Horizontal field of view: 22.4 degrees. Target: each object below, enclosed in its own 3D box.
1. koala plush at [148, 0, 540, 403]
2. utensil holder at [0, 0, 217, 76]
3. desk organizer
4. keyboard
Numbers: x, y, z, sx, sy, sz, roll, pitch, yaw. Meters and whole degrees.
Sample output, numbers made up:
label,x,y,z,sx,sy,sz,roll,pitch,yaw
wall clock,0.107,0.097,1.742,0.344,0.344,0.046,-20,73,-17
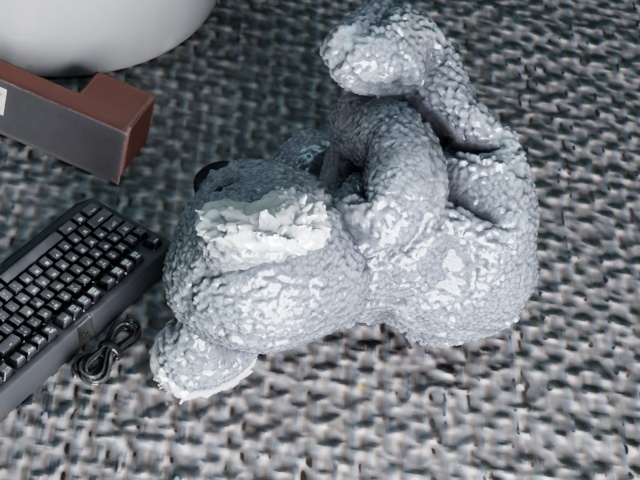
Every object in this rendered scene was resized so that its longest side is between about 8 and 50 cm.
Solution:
label,x,y,z,sx,sy,sz,roll,pitch,yaw
koala plush,0.000,0.000,0.960,0.221,0.196,0.203,-25,68,-38
utensil holder,-0.182,-0.355,1.104,0.327,0.385,0.328,8,46,-8
desk organizer,-0.181,-0.093,1.092,0.130,0.047,0.050,23,43,6
keyboard,-0.159,0.043,0.984,0.108,0.023,0.180,32,48,15
